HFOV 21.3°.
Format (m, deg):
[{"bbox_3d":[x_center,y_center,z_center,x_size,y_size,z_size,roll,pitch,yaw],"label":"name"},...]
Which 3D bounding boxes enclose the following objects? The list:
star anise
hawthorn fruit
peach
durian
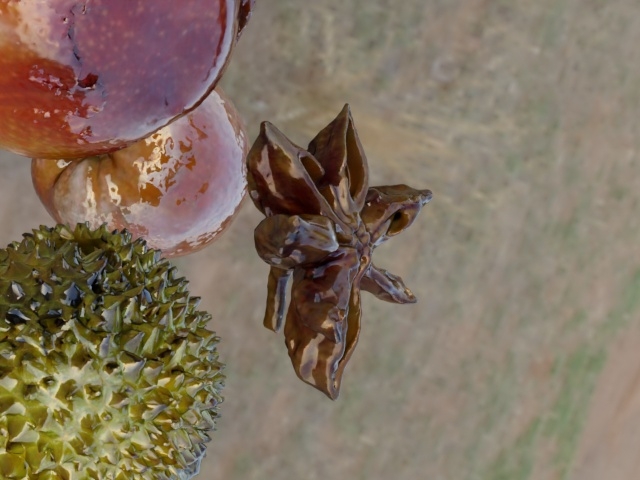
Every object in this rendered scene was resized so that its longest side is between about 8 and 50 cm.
[{"bbox_3d":[0.001,-0.002,1.316,0.212,0.111,0.196,-66,149,-22],"label":"star anise"},{"bbox_3d":[-0.186,-0.073,1.825,0.231,0.235,0.263,-100,172,-53],"label":"hawthorn fruit"},{"bbox_3d":[-0.147,-0.159,0.982,0.231,0.231,0.231,-48,150,-40],"label":"peach"},{"bbox_3d":[-0.201,0.100,1.401,0.293,0.258,0.258,-95,-164,-67],"label":"durian"}]
